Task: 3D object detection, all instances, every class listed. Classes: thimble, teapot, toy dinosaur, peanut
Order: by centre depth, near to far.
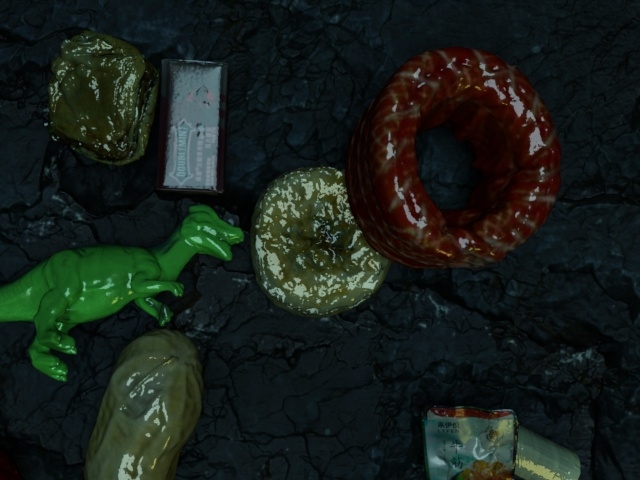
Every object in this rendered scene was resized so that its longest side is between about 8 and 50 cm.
[{"bbox_3d":[0.214,-0.123,1.348,0.350,0.230,0.350,2,84,-14],"label":"thimble"},{"bbox_3d":[-0.290,0.312,1.349,0.174,0.158,0.340,21,91,23],"label":"peanut"},{"bbox_3d":[-0.426,0.020,1.372,0.500,0.144,0.374,23,60,16],"label":"toy dinosaur"},{"bbox_3d":[0.345,0.383,1.454,0.200,0.077,0.107,28,118,-4],"label":"teapot"}]

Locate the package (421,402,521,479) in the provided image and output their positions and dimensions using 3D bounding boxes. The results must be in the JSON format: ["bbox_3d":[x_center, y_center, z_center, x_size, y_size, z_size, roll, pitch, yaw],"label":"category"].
[{"bbox_3d":[0.258,0.386,1.409,0.166,0.040,0.232,1,113,13],"label":"package"}]

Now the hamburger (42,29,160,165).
[{"bbox_3d":[-0.356,-0.237,1.375,0.183,0.130,0.206,17,101,10],"label":"hamburger"}]

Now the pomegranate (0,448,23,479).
[{"bbox_3d":[-0.586,0.419,1.303,0.235,0.210,0.210,-3,89,22],"label":"pomegranate"}]

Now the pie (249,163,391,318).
[{"bbox_3d":[0.000,0.000,1.432,0.274,0.055,0.274,0,90,-6],"label":"pie"}]

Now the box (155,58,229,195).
[{"bbox_3d":[-0.218,-0.192,1.409,0.120,0.069,0.224,4,90,-5],"label":"box"}]
